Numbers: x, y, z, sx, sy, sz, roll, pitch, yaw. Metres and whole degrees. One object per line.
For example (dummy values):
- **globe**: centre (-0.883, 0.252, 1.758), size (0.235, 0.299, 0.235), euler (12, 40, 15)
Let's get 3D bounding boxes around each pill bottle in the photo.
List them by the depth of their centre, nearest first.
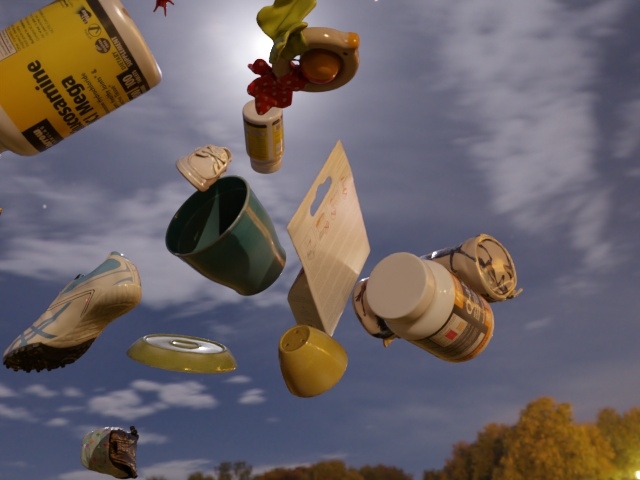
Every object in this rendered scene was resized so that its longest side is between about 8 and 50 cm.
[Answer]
- **pill bottle**: centre (-0.441, -0.253, 1.090), size (0.333, 0.188, 0.188), euler (-33, -22, -8)
- **pill bottle**: centre (0.218, 0.133, 1.353), size (0.162, 0.162, 0.278), euler (-23, -35, 28)
- **pill bottle**: centre (-0.168, -0.309, 2.048), size (0.119, 0.119, 0.209), euler (-7, -44, -7)

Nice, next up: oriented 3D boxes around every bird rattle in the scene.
- **bird rattle**: centre (-0.032, -0.322, 1.267), size (0.206, 0.143, 0.254), euler (4, -32, -7)

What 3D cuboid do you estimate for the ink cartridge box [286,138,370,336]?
- **ink cartridge box**: centre (0.000, 0.000, 1.635), size (0.091, 0.308, 0.385), euler (7, -41, 26)

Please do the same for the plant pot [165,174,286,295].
- **plant pot**: centre (-0.232, 0.009, 1.850), size (0.271, 0.272, 0.255), euler (-21, -50, 24)

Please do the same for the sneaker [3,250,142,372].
- **sneaker**: centre (-0.347, 0.105, 0.961), size (0.237, 0.086, 0.085), euler (-36, -39, 10)

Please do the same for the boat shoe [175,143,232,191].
- **boat shoe**: centre (-0.273, -0.192, 1.663), size (0.096, 0.098, 0.277), euler (-39, 10, 11)

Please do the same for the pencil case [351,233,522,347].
- **pencil case**: centre (0.281, 0.125, 1.698), size (0.410, 0.184, 0.160), euler (-25, 13, 38)

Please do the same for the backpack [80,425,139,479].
- **backpack**: centre (-0.590, 0.596, 1.928), size (0.115, 0.152, 0.182), euler (-14, -27, 4)

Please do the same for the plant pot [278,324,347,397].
- **plant pot**: centre (-0.028, 0.216, 1.306), size (0.134, 0.134, 0.095), euler (-19, -56, 19)

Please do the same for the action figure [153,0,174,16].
- **action figure**: centre (-0.301, -0.414, 1.014), size (0.280, 0.091, 0.139), euler (8, -64, -21)

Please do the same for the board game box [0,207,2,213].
- **board game box**: centre (-0.672, -0.067, 1.225), size (0.170, 0.048, 0.141), euler (21, -5, -31)

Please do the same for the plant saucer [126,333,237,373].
- **plant saucer**: centre (-0.296, 0.240, 1.484), size (0.240, 0.037, 0.241), euler (9, 1, 0)
